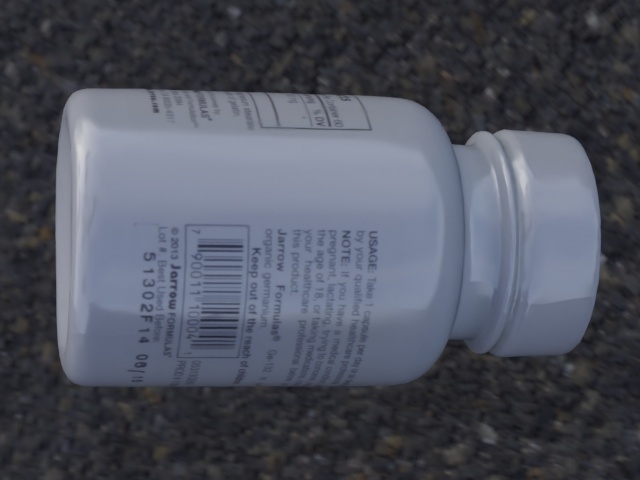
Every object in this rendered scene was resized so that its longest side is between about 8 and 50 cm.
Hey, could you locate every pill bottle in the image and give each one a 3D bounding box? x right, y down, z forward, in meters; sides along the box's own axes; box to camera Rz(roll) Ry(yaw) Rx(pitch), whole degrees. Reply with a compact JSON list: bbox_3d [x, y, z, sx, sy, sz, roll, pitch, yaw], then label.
[{"bbox_3d":[0.000,0.000,0.815,0.229,0.131,0.131,1,77,-11],"label":"pill bottle"}]
